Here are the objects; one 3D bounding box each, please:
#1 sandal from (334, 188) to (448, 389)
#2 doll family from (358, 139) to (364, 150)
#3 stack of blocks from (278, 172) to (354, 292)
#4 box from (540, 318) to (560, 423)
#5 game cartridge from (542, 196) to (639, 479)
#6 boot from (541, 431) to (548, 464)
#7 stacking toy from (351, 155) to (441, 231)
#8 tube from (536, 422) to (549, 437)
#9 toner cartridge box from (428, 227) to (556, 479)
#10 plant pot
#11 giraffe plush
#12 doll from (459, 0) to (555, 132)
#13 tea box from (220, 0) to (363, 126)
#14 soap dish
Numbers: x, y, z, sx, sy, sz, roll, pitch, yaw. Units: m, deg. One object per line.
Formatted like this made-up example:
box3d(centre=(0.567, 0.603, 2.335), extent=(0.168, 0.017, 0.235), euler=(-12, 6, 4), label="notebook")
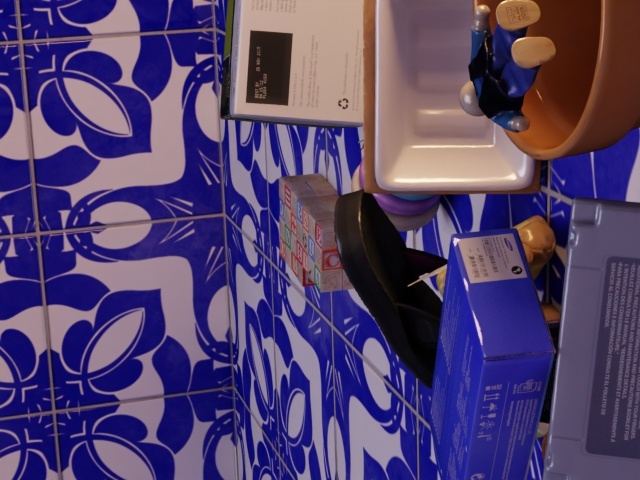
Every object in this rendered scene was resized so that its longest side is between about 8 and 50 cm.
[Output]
box3d(centre=(0.144, 0.081, 1.923), extent=(0.446, 0.107, 0.168), euler=(51, -148, -54), label="sandal")
box3d(centre=(0.107, -0.188, 2.249), extent=(0.111, 0.076, 0.193), euler=(-116, 30, -62), label="doll family")
box3d(centre=(0.000, 0.000, 2.669), extent=(0.297, 0.087, 0.171), euler=(-129, 36, -63), label="stack of blocks")
box3d(centre=(0.304, 0.138, 1.503), extent=(0.207, 0.153, 0.108), euler=(165, 99, -73), label="box")
box3d(centre=(0.325, 0.110, 1.330), extent=(0.060, 0.196, 0.294), euler=(-44, -41, -71), label="game cartridge")
box3d(centre=(0.344, 0.339, 1.588), extent=(0.211, 0.104, 0.295), euler=(85, 163, -75), label="boot")
box3d(centre=(0.149, -0.157, 2.003), extent=(0.330, 0.141, 0.141), euler=(112, 148, -53), label="stacking toy")
box3d(centre=(0.268, 0.237, 1.858), extent=(0.070, 0.062, 0.240), euler=(-58, 3, -13), label="tube")
box3d(centre=(0.177, 0.162, 1.495), extent=(0.348, 0.075, 0.165), euler=(91, 173, -50), label="toner cartridge box")
box3d(centre=(0.290, -0.228, 1.310), extent=(0.291, 0.203, 0.291), euler=(174, 90, -74), label="plant pot")
box3d(centre=(0.234, 0.089, 1.753), extent=(0.210, 0.181, 0.170), euler=(-29, 92, 43), label="giraffe plush")
box3d(centre=(0.169, -0.164, 1.304), extent=(0.189, 0.046, 0.129), euler=(114, 138, -73), label="doll")
box3d(centre=(-0.041, -0.356, 2.286), extent=(0.323, 0.220, 0.329), euler=(-151, 66, -80), label="tea box")
box3d(centre=(0.167, -0.205, 1.758), extent=(0.118, 0.229, 0.291), euler=(-90, -1, -70), label="soap dish")
